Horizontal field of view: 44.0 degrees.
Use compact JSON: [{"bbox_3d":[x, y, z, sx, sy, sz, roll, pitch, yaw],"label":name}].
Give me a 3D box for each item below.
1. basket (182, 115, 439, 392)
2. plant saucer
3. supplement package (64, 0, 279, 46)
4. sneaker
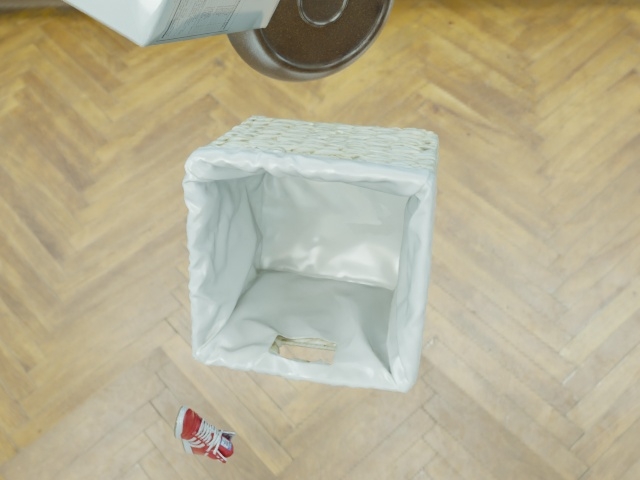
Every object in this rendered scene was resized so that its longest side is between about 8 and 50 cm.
[{"bbox_3d":[0.000,0.000,1.157,0.329,0.331,0.266,6,26,8],"label":"basket"},{"bbox_3d":[-0.004,-0.384,1.242,0.311,0.310,0.050,-25,44,-11],"label":"plant saucer"},{"bbox_3d":[-0.111,-0.229,0.463,0.194,0.149,0.203,32,23,4],"label":"supplement package"},{"bbox_3d":[-0.144,0.246,1.003,0.067,0.118,0.042,12,59,11],"label":"sneaker"}]
